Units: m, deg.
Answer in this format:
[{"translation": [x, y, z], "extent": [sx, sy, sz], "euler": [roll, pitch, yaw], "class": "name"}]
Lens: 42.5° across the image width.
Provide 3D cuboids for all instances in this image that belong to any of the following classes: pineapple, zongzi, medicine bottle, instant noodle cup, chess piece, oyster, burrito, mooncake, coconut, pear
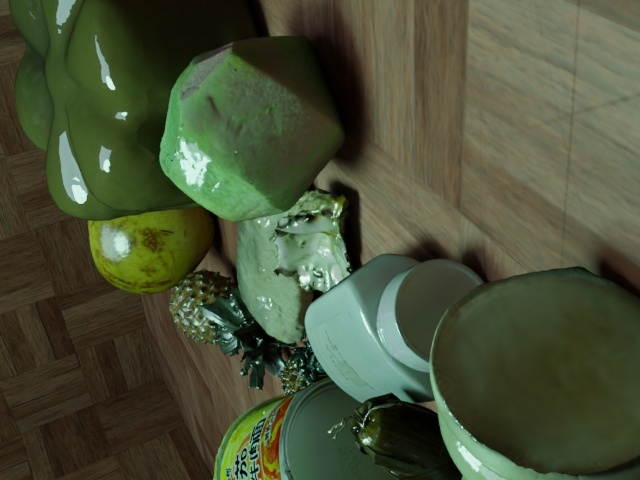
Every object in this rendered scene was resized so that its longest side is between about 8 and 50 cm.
[{"translation": [-0.011, 0.215, 1.323], "extent": [0.103, 0.083, 0.221], "euler": [53, 157, 12], "class": "pineapple"}, {"translation": [0.128, 0.234, 0.849], "extent": [0.184, 0.084, 0.187], "euler": [29, 175, 38], "class": "zongzi"}, {"translation": [0.081, 0.101, 0.913], "extent": [0.161, 0.111, 0.296], "euler": [52, 161, 3], "class": "medicine bottle"}, {"translation": [0.004, 0.310, 1.126], "extent": [0.264, 0.264, 0.200], "euler": [64, 147, 16], "class": "instant noodle cup"}, {"translation": [0.186, 0.199, 0.673], "extent": [0.182, 0.182, 0.330], "euler": [50, 159, 44], "class": "chess piece"}, {"translation": [-0.007, 0.001, 1.112], "extent": [0.133, 0.072, 0.209], "euler": [14, 148, 24], "class": "oyster"}, {"translation": [-0.069, 0.014, 1.249], "extent": [0.143, 0.105, 0.299], "euler": [49, 151, 37], "class": "burrito"}, {"translation": [-0.169, 0.168, 1.642], "extent": [0.364, 0.166, 0.165], "euler": [24, 132, 53], "class": "pineapple"}, {"translation": [-0.290, -0.255, 1.244], "extent": [0.467, 0.262, 0.467], "euler": [22, 117, 52], "class": "mooncake"}, {"translation": [-0.079, -0.140, 0.969], "extent": [0.205, 0.236, 0.236], "euler": [34, 147, 22], "class": "coconut"}, {"translation": [-0.365, -0.022, 1.775], "extent": [0.280, 0.281, 0.280], "euler": [54, 155, 39], "class": "pear"}]

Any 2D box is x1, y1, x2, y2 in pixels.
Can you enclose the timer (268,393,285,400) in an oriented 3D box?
[{"translation": [-0.045, 0.376, 1.561], "extent": [0.132, 0.132, 0.152], "euler": [57, 180, 32], "class": "timer"}]
